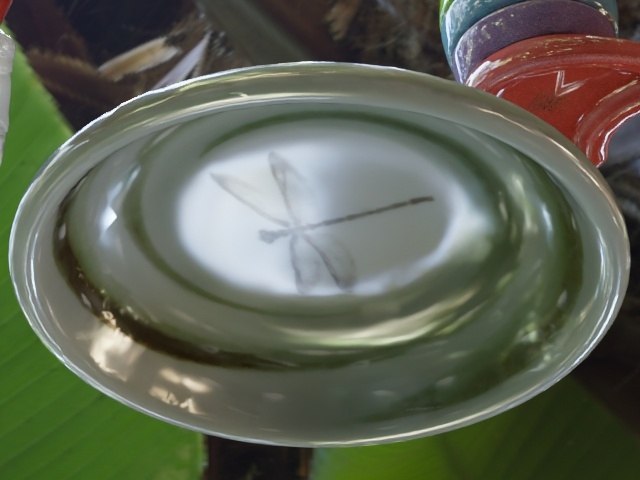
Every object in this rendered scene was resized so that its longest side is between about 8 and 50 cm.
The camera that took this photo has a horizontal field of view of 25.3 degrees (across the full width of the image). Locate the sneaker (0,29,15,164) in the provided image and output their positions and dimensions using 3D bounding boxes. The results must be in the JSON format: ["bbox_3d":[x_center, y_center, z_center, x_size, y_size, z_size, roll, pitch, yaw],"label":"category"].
[{"bbox_3d":[-0.369,-0.106,1.129,0.305,0.114,0.152,-4,-86,-45],"label":"sneaker"}]

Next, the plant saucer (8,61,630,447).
[{"bbox_3d":[0.000,0.000,0.954,0.400,0.400,0.100,19,-131,-22],"label":"plant saucer"}]

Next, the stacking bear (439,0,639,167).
[{"bbox_3d":[0.182,-0.224,1.254,0.164,0.175,0.289,9,-124,-21],"label":"stacking bear"}]

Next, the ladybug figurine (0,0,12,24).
[{"bbox_3d":[-0.306,-0.296,0.861,0.449,0.162,0.305,61,-155,9],"label":"ladybug figurine"}]
